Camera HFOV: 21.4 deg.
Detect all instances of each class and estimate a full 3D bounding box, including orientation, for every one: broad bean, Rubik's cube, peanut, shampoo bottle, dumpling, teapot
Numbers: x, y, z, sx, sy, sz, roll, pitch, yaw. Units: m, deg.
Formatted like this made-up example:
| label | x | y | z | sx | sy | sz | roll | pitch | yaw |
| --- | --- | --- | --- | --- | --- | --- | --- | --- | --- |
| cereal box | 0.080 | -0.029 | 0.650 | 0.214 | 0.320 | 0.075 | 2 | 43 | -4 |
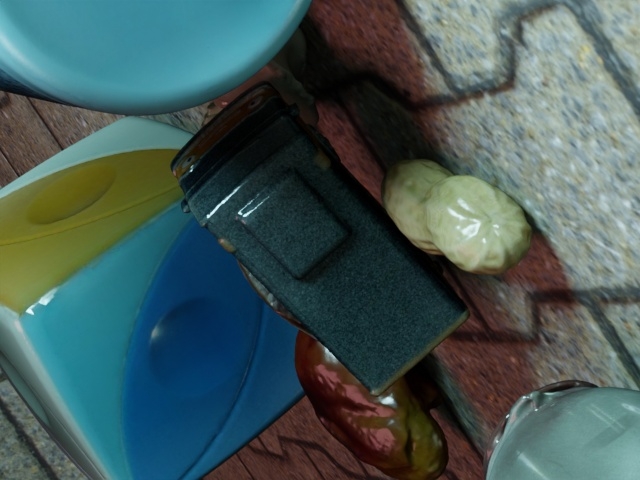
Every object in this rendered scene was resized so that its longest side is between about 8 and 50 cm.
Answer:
| label | x | y | z | sx | sy | sz | roll | pitch | yaw |
| --- | --- | --- | --- | --- | --- | --- | --- | --- | --- |
| broad bean | 0.064 | 0.173 | 1.904 | 0.228 | 0.122 | 0.156 | 46 | 151 | 14 |
| Rubik's cube | -0.232 | 0.081 | 2.127 | 0.347 | 0.352 | 0.351 | 27 | 150 | 56 |
| peanut | 0.112 | -0.023 | 1.470 | 0.187 | 0.082 | 0.082 | 29 | 150 | 60 |
| shampoo bottle | -0.203 | -0.277 | 1.386 | 0.343 | 0.331 | 0.331 | 20 | 142 | 61 |
| dumpling | -0.059 | -0.169 | 1.619 | 0.150 | 0.092 | 0.176 | 30 | 151 | 10 |
| teapot | 0.269 | 0.262 | 1.371 | 0.312 | 0.233 | 0.315 | 46 | 167 | 52 |

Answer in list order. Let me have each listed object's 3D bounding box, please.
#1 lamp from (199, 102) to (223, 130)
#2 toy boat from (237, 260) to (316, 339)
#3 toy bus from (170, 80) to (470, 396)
| label | x | y | z | sx | sy | sz | roll | pitch | yaw |
| --- | --- | --- | --- | --- | --- | --- | --- | --- | --- |
| lamp | -0.058 | -0.072 | 1.757 | 0.106 | 0.106 | 0.193 | 18 | 133 | 63 |
| toy boat | -0.003 | 0.035 | 1.861 | 0.262 | 0.114 | 0.115 | 48 | -164 | 28 |
| toy bus | 0.000 | 0.000 | 1.566 | 0.275 | 0.138 | 0.167 | 47 | -174 | -24 |
